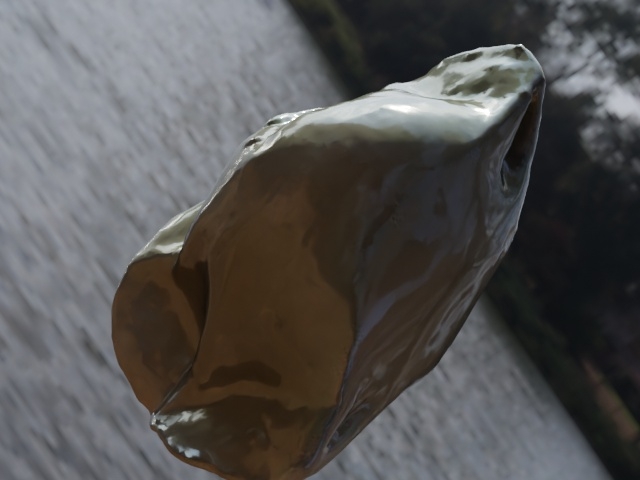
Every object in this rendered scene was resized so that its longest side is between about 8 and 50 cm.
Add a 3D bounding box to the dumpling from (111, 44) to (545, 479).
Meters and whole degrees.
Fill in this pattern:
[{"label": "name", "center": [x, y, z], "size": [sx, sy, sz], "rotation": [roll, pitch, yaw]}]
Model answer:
[{"label": "dumpling", "center": [0.000, 0.000, 0.687], "size": [0.151, 0.229, 0.124], "rotation": [14, -36, 45]}]
